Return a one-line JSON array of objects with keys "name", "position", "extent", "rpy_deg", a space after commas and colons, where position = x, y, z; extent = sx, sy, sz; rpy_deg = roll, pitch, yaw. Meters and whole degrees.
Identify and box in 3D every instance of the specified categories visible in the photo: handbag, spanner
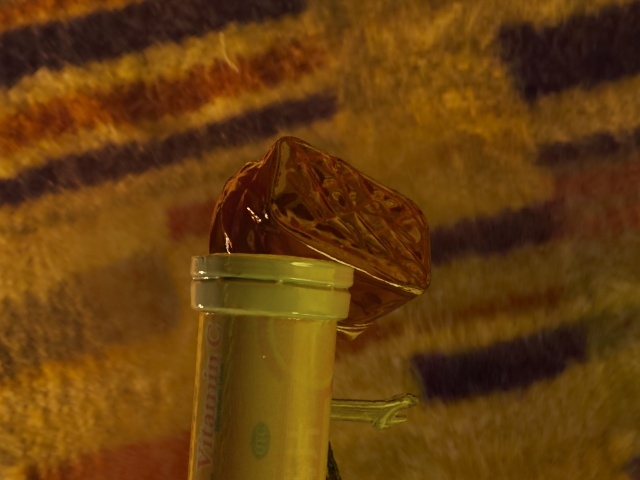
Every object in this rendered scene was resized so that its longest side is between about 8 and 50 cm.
[{"name": "handbag", "position": [0.000, 0.000, 1.563], "extent": [0.225, 0.135, 0.146], "rpy_deg": [26, 48, -24]}, {"name": "spanner", "position": [-0.006, 0.190, 1.692], "extent": [0.071, 0.302, 0.017], "rpy_deg": [-49, 51, 34]}]

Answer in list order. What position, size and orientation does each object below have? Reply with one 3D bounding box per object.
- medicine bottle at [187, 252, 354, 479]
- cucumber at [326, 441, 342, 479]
[{"name": "medicine bottle", "position": [-0.029, 0.116, 0.664], "extent": [0.074, 0.074, 0.218], "rpy_deg": [3, 87, 8]}, {"name": "cucumber", "position": [0.027, 0.323, 1.538], "extent": [0.043, 0.044, 0.256], "rpy_deg": [-22, 105, -18]}]
